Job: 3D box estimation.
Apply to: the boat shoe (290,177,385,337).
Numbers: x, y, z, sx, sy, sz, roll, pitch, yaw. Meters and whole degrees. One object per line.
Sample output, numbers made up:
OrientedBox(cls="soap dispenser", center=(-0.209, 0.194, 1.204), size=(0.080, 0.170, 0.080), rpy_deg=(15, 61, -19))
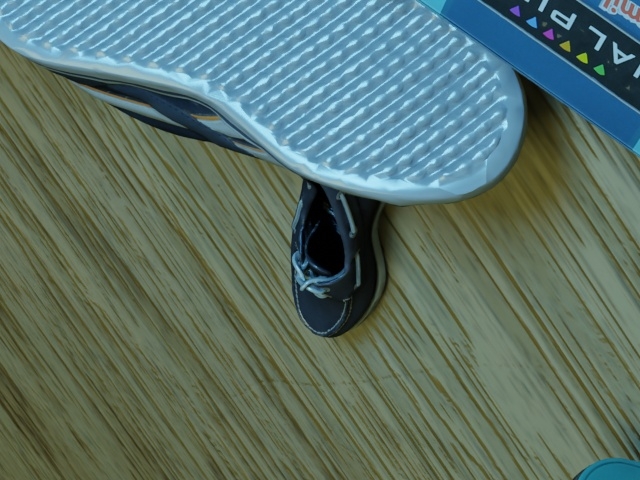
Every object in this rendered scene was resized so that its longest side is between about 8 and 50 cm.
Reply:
OrientedBox(cls="boat shoe", center=(0.000, 0.000, 1.065), size=(0.075, 0.065, 0.206), rpy_deg=(38, 145, 21))

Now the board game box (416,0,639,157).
OrientedBox(cls="board game box", center=(0.157, -0.184, 0.654), size=(0.254, 0.079, 0.336), rpy_deg=(37, 146, 10))

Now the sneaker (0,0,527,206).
OrientedBox(cls="sneaker", center=(-0.026, -0.105, 0.951), size=(0.321, 0.126, 0.127), rpy_deg=(22, -179, 17))

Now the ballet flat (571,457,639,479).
OrientedBox(cls="ballet flat", center=(0.253, 0.234, 0.956), size=(0.280, 0.095, 0.096), rpy_deg=(36, 156, 24))
